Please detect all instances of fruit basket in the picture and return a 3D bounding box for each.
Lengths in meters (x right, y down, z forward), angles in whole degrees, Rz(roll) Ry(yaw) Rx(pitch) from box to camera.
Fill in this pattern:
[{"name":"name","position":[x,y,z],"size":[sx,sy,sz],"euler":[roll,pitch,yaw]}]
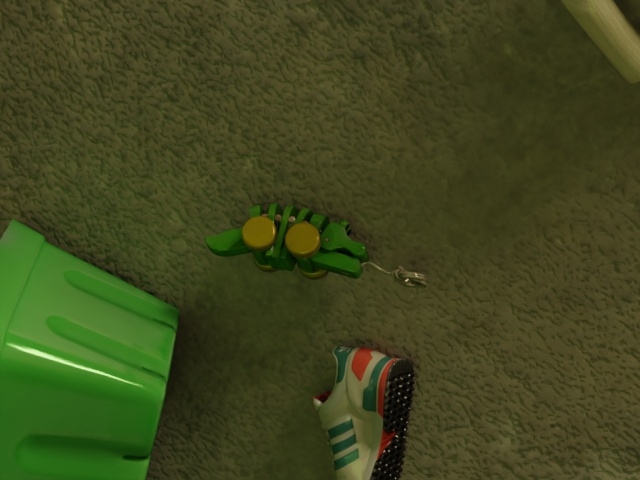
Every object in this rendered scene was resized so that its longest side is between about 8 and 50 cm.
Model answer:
[{"name":"fruit basket","position":[-0.327,0.169,1.352],"size":[0.392,0.283,0.392],"euler":[0,112,0]}]

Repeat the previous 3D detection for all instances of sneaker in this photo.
[{"name":"sneaker","position":[0.029,0.162,1.337],"size":[0.075,0.057,0.161],"euler":[21,114,29]}]

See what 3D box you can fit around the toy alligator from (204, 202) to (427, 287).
[{"name":"toy alligator","position":[0.000,0.000,1.292],"size":[0.189,0.056,0.051],"euler":[9,69,15]}]

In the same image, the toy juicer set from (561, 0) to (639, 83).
[{"name":"toy juicer set","position":[0.297,-0.212,1.118],"size":[0.328,0.089,0.209],"euler":[-12,121,18]}]
